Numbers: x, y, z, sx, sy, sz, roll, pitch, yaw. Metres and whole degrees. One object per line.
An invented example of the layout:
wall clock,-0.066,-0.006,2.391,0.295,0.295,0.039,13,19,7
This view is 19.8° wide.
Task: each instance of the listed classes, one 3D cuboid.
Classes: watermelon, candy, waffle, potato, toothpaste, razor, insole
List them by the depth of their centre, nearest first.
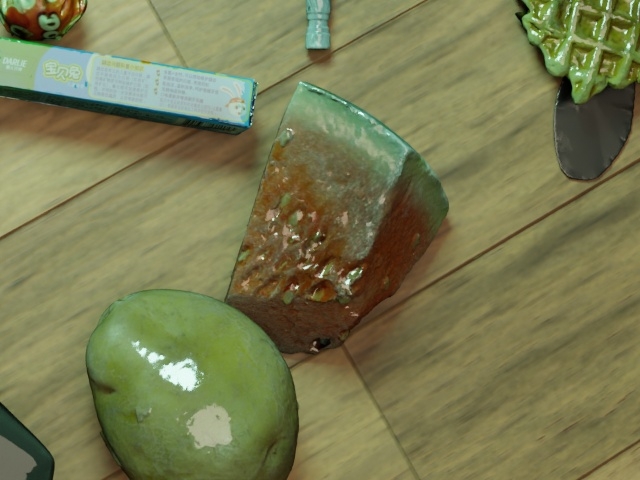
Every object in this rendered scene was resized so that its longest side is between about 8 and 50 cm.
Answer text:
potato,-0.120,0.147,1.713,0.235,0.160,0.178,45,41,6
candy,-0.301,-0.321,1.741,0.084,0.078,0.287,-23,83,7
toothpaste,-0.197,-0.147,1.749,0.267,0.065,0.050,9,86,-12
watermelon,0.000,0.000,1.775,0.193,0.140,0.256,31,89,-2
razor,-0.003,-0.304,1.810,0.106,0.068,0.231,1,94,-12
waffle,0.292,-0.260,1.863,0.208,0.054,0.214,-29,89,-9
insole,0.290,-0.185,1.892,0.086,0.005,0.253,11,86,-13

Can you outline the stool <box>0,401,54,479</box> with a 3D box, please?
stool,-0.357,0.229,1.661,0.232,0.141,0.232,0,88,-13
